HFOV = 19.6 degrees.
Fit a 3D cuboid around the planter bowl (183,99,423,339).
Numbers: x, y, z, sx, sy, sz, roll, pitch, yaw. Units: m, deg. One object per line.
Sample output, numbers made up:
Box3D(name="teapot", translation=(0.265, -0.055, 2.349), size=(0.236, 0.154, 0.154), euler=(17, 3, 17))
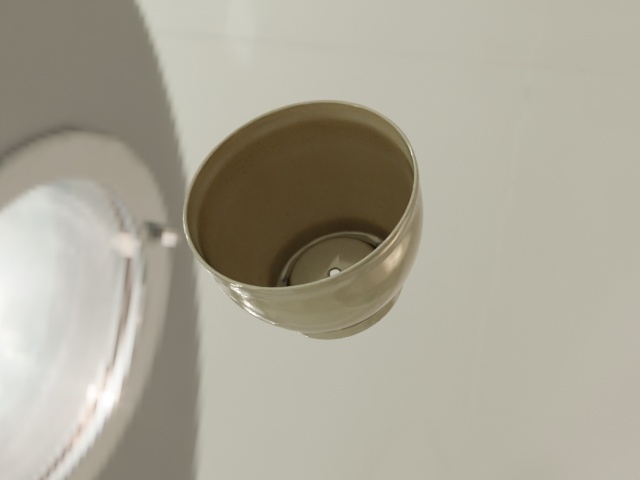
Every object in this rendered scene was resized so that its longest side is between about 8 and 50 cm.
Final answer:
Box3D(name="planter bowl", translation=(0.000, 0.000, 1.265), size=(0.109, 0.162, 0.162), euler=(66, -146, -48))
